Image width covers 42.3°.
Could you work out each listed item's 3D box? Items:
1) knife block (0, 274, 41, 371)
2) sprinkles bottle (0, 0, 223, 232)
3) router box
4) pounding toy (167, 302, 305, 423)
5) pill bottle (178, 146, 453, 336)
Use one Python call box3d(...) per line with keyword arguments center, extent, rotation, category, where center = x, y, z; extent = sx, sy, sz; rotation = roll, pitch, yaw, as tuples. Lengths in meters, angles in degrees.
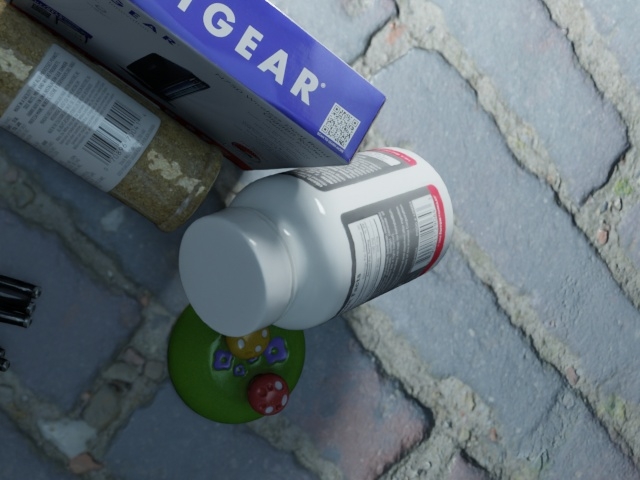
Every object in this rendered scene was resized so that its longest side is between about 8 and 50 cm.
box3d(center=(-0.440, 0.037, 0.858), extent=(0.242, 0.088, 0.275), rotation=(-30, 105, -21), category="knife block")
box3d(center=(-0.280, -0.147, 0.899), extent=(0.355, 0.121, 0.121), rotation=(35, 79, -23), category="sprinkles bottle")
box3d(center=(-0.142, -0.199, 0.860), extent=(0.335, 0.301, 0.082), rotation=(34, 79, -23), category="router box")
box3d(center=(-0.071, 0.126, 1.023), extent=(0.183, 0.110, 0.237), rotation=(41, 77, -22), category="pounding toy")
box3d(center=(0.000, 0.000, 0.953), extent=(0.319, 0.176, 0.176), rotation=(-20, 103, -47), category="pill bottle")
